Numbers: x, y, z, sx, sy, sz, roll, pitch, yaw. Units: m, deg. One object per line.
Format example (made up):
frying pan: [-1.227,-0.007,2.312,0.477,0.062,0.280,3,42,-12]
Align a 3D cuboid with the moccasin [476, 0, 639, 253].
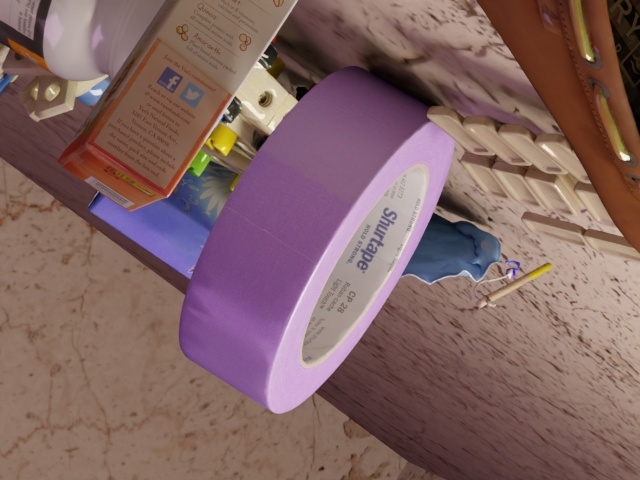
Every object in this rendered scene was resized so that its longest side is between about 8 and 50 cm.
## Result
moccasin: [0.213,-0.067,1.016,0.147,0.139,0.380,35,166,51]

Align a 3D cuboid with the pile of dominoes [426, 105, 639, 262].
pile of dominoes: [0.218,-0.041,1.447,0.251,0.040,0.196,16,162,35]

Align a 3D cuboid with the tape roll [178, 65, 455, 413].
tape roll: [0.000,0.000,1.575,0.090,0.275,0.275,32,170,15]

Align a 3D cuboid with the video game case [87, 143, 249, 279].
video game case: [-0.069,-0.033,1.877,0.269,0.061,0.244,35,-149,-11]

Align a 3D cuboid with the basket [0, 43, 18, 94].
basket: [-0.358,-0.223,1.742,0.255,0.201,0.289,46,142,-13]

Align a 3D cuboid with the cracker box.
cracker box: [-0.075,-0.134,1.275,0.067,0.232,0.156,34,171,-10]

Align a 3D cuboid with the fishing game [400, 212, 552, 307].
fishing game: [0.073,0.007,1.798,0.264,0.041,0.189,18,-158,24]

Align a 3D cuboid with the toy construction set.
toy construction set: [-0.101,-0.125,1.679,0.327,0.151,0.215,21,-176,-46]

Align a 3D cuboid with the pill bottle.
pill bottle: [-0.207,-0.220,1.500,0.278,0.162,0.162,31,170,14]
